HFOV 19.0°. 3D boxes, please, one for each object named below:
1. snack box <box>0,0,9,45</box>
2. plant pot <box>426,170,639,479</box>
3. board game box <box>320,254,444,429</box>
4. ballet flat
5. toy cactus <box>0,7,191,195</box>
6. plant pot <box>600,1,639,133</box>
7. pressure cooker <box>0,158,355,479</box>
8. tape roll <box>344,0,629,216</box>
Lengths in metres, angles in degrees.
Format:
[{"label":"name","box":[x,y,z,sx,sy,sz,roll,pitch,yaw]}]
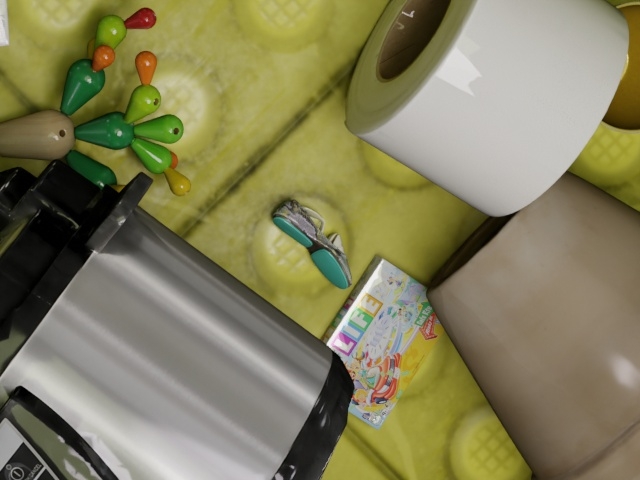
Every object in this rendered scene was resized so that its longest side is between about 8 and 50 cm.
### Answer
[{"label":"snack box","box":[-0.388,-0.212,1.819,0.178,0.022,0.064,-5,102,-15]},{"label":"plant pot","box":[0.271,0.084,1.938,0.323,0.323,0.280,-45,92,-4]},{"label":"board game box","box":[0.059,0.107,2.003,0.103,0.026,0.154,33,90,-18]},{"label":"ballet flat","box":[0.000,0.000,1.962,0.041,0.041,0.114,-46,110,-4]},{"label":"toy cactus","box":[-0.221,-0.111,1.859,0.180,0.112,0.219,-5,104,4]},{"label":"plant pot","box":[0.307,-0.182,1.986,0.134,0.095,0.134,-3,100,-15]},{"label":"pressure cooker","box":[-0.230,0.148,1.738,0.420,0.375,0.370,38,74,-6]},{"label":"tape roll","box":[0.159,-0.168,1.868,0.169,0.246,0.246,31,90,-19]}]
